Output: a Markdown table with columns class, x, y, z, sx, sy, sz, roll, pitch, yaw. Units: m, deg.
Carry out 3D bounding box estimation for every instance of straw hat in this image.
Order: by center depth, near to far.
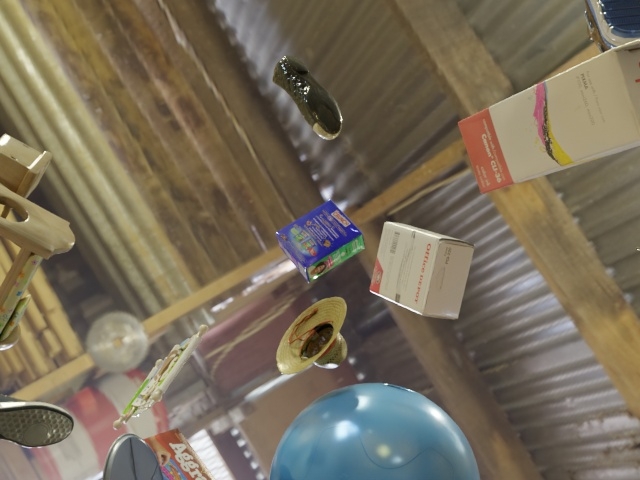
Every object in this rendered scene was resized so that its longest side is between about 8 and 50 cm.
| class | x | y | z | sx | sy | sz | roll | pitch | yaw |
| --- | --- | --- | --- | --- | --- | --- | --- | --- | --- |
| straw hat | 0.006 | 0.150 | 1.195 | 0.061 | 0.144 | 0.144 | 43 | -22 | -21 |

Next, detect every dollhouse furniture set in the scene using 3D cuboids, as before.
| class | x | y | z | sx | sy | sz | roll | pitch | yaw |
| --- | --- | --- | --- | --- | --- | --- | --- | --- | --- |
| dollhouse furniture set | -0.287 | 0.026 | 0.731 | 0.101 | 0.182 | 0.161 | 30 | 21 | -14 |

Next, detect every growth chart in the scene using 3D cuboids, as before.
| class | x | y | z | sx | sy | sz | roll | pitch | yaw |
| --- | --- | --- | --- | --- | --- | --- | --- | --- | --- |
| growth chart | -0.271 | 0.232 | 1.443 | 0.021 | 0.172 | 0.237 | 38 | -35 | -11 |

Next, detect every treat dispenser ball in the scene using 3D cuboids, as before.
| class | x | y | z | sx | sy | sz | roll | pitch | yaw |
| --- | --- | --- | --- | --- | --- | --- | --- | --- | --- |
| treat dispenser ball | 0.073 | 0.339 | 1.148 | 0.288 | 0.288 | 0.288 | 40 | -34 | 34 |

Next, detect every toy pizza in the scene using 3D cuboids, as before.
| class | x | y | z | sx | sy | sz | roll | pitch | yaw |
| --- | --- | --- | --- | --- | --- | --- | --- | --- | --- |
| toy pizza | -0.258 | 0.364 | 1.141 | 0.201 | 0.032 | 0.201 | -12 | 90 | -80 |

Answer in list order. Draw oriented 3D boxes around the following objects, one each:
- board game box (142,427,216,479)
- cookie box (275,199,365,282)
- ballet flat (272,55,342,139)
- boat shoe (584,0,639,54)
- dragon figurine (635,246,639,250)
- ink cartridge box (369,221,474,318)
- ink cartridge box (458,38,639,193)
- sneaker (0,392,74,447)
| class | x | y | z | sx | sy | sz | roll | pitch | yaw |
| --- | --- | --- | --- | --- | --- | --- | --- | --- | --- |
| board game box | -0.241 | 0.479 | 1.570 | 0.281 | 0.145 | 0.027 | 47 | -66 | 22 |
| cookie box | 0.000 | 0.000 | 1.310 | 0.092 | 0.107 | 0.040 | 49 | -17 | 35 |
| ballet flat | -0.017 | -0.194 | 1.175 | 0.049 | 0.058 | 0.173 | -61 | -137 | 34 |
| boat shoe | 0.287 | -0.225 | 0.829 | 0.066 | 0.183 | 0.066 | 1 | -45 | 11 |
| dragon figurine | 0.446 | 0.020 | 0.942 | 0.144 | 0.289 | 0.085 | 1 | -81 | 33 |
| ink cartridge box | 0.204 | 0.058 | 1.721 | 0.218 | 0.092 | 0.158 | 22 | -79 | 64 |
| ink cartridge box | 0.215 | -0.098 | 0.627 | 0.198 | 0.115 | 0.067 | -20 | -93 | 57 |
| sneaker | -0.547 | 0.276 | 1.445 | 0.163 | 0.226 | 0.086 | 37 | -73 | 53 |
